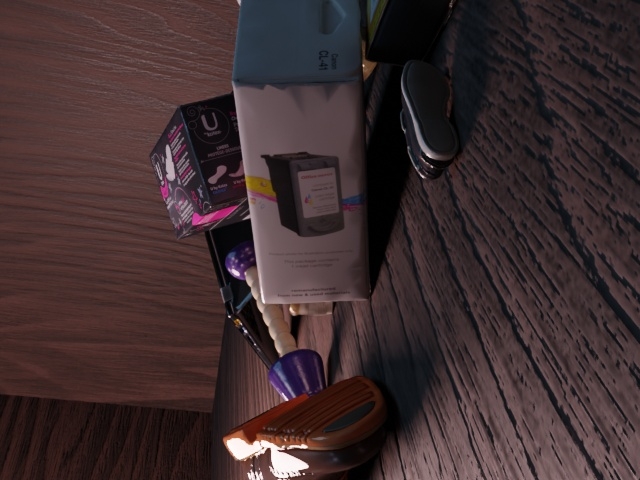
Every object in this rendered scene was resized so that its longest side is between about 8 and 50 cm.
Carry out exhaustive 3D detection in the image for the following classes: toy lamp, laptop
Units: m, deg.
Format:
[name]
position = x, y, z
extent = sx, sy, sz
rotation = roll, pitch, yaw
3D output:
[toy lamp]
position = -0.060, 0.121, 1.420
extent = 0.080, 0.080, 0.274
rotation = 104, 151, -42
[laptop]
position = -0.073, -0.035, 1.722
extent = 0.408, 0.237, 0.381
rotation = 62, -174, -51

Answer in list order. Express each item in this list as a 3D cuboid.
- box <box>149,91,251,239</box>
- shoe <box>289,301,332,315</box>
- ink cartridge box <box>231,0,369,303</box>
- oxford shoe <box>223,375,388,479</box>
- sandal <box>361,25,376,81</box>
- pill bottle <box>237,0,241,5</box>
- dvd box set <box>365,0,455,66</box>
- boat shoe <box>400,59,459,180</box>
[box]
position = -0.126, -0.108, 1.416
extent = 0.142, 0.163, 0.247
rotation = 71, 160, 3
[shoe]
position = 0.000, 0.000, 1.408
extent = 0.076, 0.058, 0.218
rotation = 76, -159, -74
[ink cartridge box]
position = -0.014, -0.112, 1.116
extent = 0.226, 0.131, 0.306
rotation = -90, -4, -47
[oxford shoe]
position = 0.002, 0.234, 1.095
extent = 0.132, 0.130, 0.364
rotation = 63, 160, 4
[sandal]
position = 0.014, -0.168, 1.305
extent = 0.240, 0.088, 0.079
rotation = 118, 163, -56
[pill bottle]
position = -0.045, -0.442, 1.616
extent = 0.318, 0.177, 0.176
rotation = 112, 163, -62
[dvd box set]
position = 0.108, -0.419, 0.948
extent = 0.307, 0.062, 0.420
rotation = 114, 162, -63
[boat shoe]
position = 0.091, -0.106, 0.882
extent = 0.038, 0.046, 0.125
rotation = 112, 155, -46
